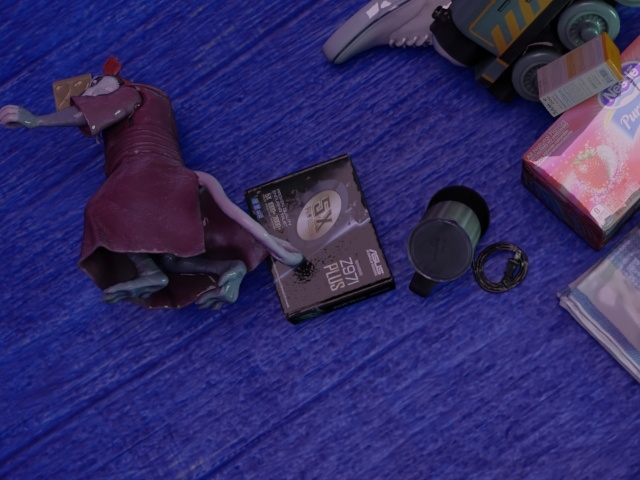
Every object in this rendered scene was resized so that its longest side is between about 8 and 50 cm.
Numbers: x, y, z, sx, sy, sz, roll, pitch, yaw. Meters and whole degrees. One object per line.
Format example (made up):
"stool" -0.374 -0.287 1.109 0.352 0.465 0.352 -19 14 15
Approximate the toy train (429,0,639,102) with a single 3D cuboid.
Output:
"toy train" 0.283 -0.317 1.701 0.190 0.142 0.334 29 127 -19

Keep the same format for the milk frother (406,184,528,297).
"milk frother" 0.188 0.015 1.731 0.143 0.135 0.129 12 113 12

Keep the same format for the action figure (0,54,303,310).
"action figure" -0.219 -0.098 1.729 0.275 0.248 0.370 -24 59 15

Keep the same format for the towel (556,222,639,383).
"towel" 0.469 0.054 1.741 0.285 0.034 0.209 -42 79 -1

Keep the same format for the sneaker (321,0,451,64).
"sneaker" 0.126 -0.293 1.815 0.258 0.094 0.091 -31 88 6

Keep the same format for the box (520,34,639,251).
"box" 0.401 -0.147 1.723 0.142 0.154 0.300 44 89 12

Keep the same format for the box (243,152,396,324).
"box" 0.000 0.000 1.787 0.147 0.077 0.180 -19 78 3

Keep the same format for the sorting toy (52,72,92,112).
"sorting toy" -0.325 -0.199 1.896 0.083 0.012 0.062 -12 74 9

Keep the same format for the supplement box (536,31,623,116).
"supplement box" 0.312 -0.200 1.662 0.098 0.036 0.062 -28 33 27
